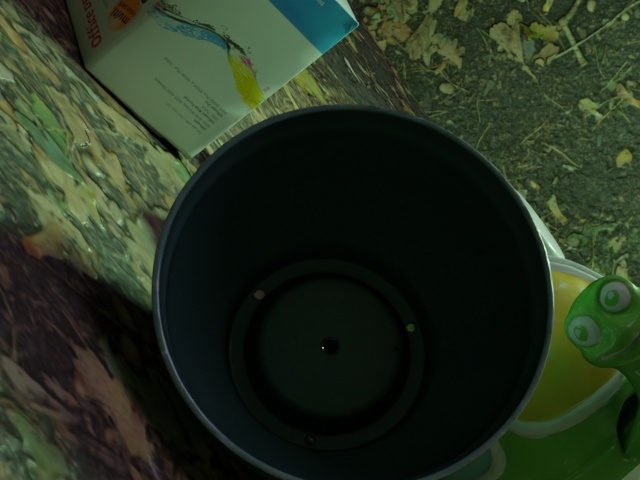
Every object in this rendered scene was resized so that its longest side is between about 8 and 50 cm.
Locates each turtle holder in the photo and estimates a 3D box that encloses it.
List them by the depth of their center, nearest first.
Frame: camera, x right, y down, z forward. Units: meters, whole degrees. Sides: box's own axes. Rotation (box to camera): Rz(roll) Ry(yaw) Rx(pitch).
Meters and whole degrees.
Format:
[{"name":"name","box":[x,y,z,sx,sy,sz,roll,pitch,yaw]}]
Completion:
[{"name":"turtle holder","box":[0.186,0.131,1.357,0.227,0.243,0.320,49,3,-4]}]

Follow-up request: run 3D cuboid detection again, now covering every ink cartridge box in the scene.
[{"name":"ink cartridge box","box":[-0.116,-0.239,1.613,0.168,0.233,0.171,42,16,-38]}]

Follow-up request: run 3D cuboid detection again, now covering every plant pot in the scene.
[{"name":"plant pot","box":[0.016,0.067,1.223,0.293,0.293,0.196,56,-15,12]}]

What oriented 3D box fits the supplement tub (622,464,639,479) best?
[{"name":"supplement tub","box":[0.292,0.266,1.670,0.228,0.228,0.316,53,2,-4]}]

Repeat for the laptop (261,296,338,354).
[{"name":"laptop","box":[0.079,0.080,1.568,0.234,0.136,0.264,52,23,-8]}]

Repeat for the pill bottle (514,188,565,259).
[{"name":"pill bottle","box":[0.143,0.053,1.749,0.136,0.246,0.136,50,12,-14]}]
